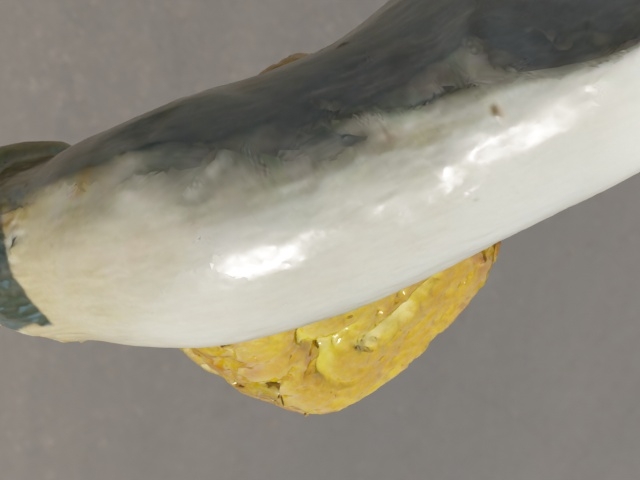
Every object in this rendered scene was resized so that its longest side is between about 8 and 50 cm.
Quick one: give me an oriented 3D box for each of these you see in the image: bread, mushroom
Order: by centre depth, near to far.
[{"bbox_3d":[-0.012,-0.040,0.887,0.397,0.177,0.126,-27,142,7],"label":"mushroom"},{"bbox_3d":[-0.002,0.002,1.066,0.198,0.120,0.236,-44,146,2],"label":"bread"}]
